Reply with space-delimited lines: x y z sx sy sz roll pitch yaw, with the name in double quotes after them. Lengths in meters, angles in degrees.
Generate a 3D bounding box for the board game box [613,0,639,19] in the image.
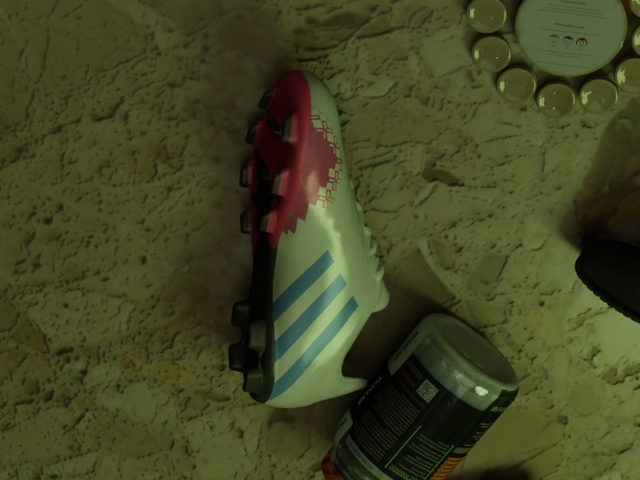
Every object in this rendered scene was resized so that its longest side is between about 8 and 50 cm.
0.377 -0.298 1.387 0.145 0.027 0.281 32 109 -11 "board game box"

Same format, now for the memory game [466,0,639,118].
0.221 -0.192 1.420 0.186 0.012 0.186 4 122 7 "memory game"

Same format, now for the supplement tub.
0.091 0.173 1.533 0.117 0.117 0.190 34 108 -13 "supplement tub"

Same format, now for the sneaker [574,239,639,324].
0.389 0.032 1.421 0.330 0.122 0.146 21 109 30 "sneaker"

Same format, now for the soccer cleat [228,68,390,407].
0.000 0.000 1.479 0.143 0.116 0.331 -1 114 -20 "soccer cleat"
